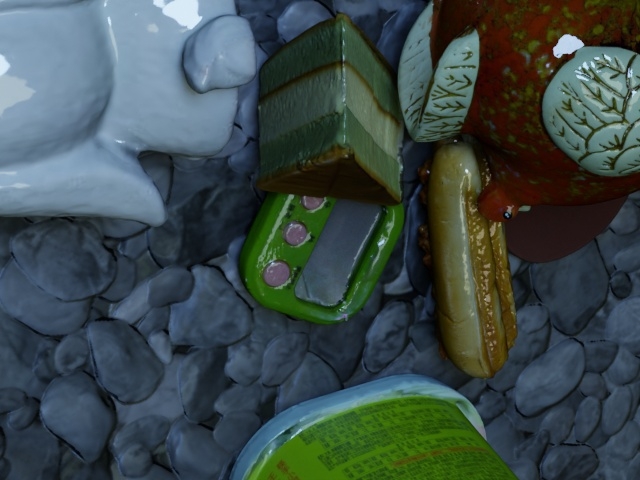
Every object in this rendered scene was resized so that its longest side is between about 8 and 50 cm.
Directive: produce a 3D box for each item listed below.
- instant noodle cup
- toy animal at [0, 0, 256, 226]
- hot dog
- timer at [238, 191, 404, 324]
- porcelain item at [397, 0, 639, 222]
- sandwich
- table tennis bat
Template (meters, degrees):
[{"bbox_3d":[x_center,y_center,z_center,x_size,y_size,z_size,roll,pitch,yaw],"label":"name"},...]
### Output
[{"bbox_3d":[0.096,0.307,1.502,0.294,0.308,0.294,-11,117,-23],"label":"instant noodle cup"},{"bbox_3d":[-0.198,-0.131,1.216,0.265,0.206,0.271,-10,119,-27],"label":"toy animal"},{"bbox_3d":[0.127,0.022,1.525,0.076,0.102,0.249,-1,118,18],"label":"hot dog"},{"bbox_3d":[0.000,0.000,1.471,0.128,0.047,0.140,19,103,-31],"label":"timer"},{"bbox_3d":[0.186,-0.118,1.397,0.253,0.253,0.253,-11,117,-23],"label":"porcelain item"},{"bbox_3d":[0.041,-0.100,1.350,0.144,0.187,0.117,2,82,-23],"label":"sandwich"},{"bbox_3d":[0.249,-0.069,1.584,0.220,0.019,0.130,-40,124,-4],"label":"table tennis bat"}]
